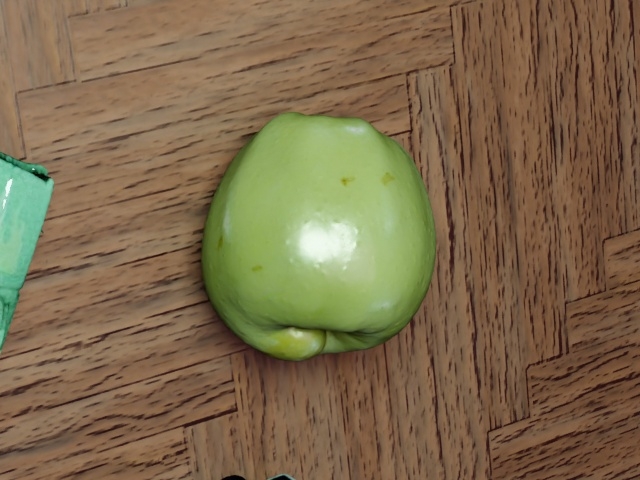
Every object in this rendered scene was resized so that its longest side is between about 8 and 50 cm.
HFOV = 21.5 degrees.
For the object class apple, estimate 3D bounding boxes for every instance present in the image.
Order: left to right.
[{"bbox_3d":[0.000,0.000,1.322,0.200,0.200,0.200,-8,105,-30],"label":"apple"}]

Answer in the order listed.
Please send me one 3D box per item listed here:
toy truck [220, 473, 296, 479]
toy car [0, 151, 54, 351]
[{"bbox_3d":[-0.105,0.287,1.373,0.242,0.101,0.125,-20,115,-23],"label":"toy truck"},{"bbox_3d":[-0.294,0.082,1.210,0.141,0.097,0.321,20,91,-34],"label":"toy car"}]
